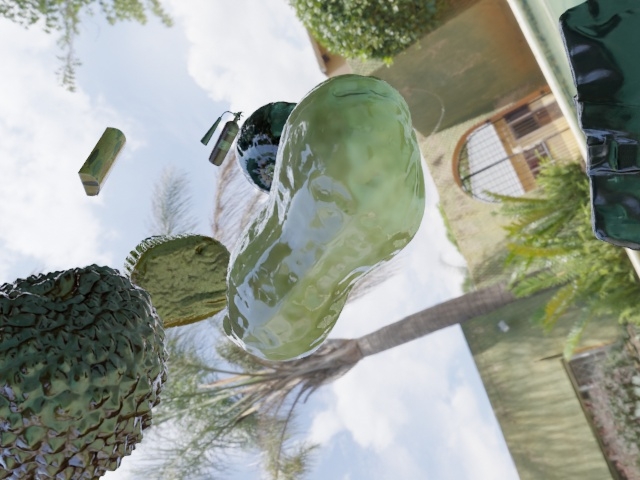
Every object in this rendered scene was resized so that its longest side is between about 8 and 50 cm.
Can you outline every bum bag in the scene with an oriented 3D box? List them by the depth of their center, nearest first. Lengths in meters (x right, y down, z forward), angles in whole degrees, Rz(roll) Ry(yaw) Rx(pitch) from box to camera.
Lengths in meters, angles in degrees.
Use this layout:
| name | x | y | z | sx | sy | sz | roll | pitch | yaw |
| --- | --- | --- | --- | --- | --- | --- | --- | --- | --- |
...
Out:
| name | x | y | z | sx | sy | sz | roll | pitch | yaw |
| --- | --- | --- | --- | --- | --- | --- | --- | --- | --- |
| bum bag | 0.293 | -0.114 | 0.454 | 0.060 | 0.123 | 0.248 | 43 | -138 | -70 |

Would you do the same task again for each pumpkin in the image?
| name | x | y | z | sx | sy | sz | roll | pitch | yaw |
| --- | --- | --- | --- | --- | --- | --- | --- | --- | --- |
| pumpkin | -0.080 | -0.202 | 1.146 | 0.233 | 0.233 | 0.163 | 46 | -141 | -31 |

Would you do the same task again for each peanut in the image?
| name | x | y | z | sx | sy | sz | roll | pitch | yaw |
| --- | --- | --- | --- | --- | --- | --- | --- | --- | --- |
| peanut | 0.000 | 0.000 | 0.391 | 0.124 | 0.256 | 0.123 | 19 | -149 | -11 |

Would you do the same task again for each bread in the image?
| name | x | y | z | sx | sy | sz | roll | pitch | yaw |
| --- | --- | --- | --- | --- | --- | --- | --- | --- | --- |
| bread | -0.334 | 0.096 | 1.203 | 0.254 | 0.142 | 0.227 | -5 | -81 | -26 |

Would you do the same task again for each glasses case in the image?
| name | x | y | z | sx | sy | sz | roll | pitch | yaw |
| --- | --- | --- | --- | --- | --- | --- | --- | --- | --- |
| glasses case | -0.474 | -0.175 | 1.104 | 0.064 | 0.041 | 0.169 | 94 | -179 | -46 |

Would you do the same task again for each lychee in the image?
| name | x | y | z | sx | sy | sz | roll | pitch | yaw |
| --- | --- | --- | --- | --- | --- | --- | --- | --- | --- |
| lychee | -0.293 | 0.164 | 0.563 | 0.271 | 0.271 | 0.271 | 42 | -146 | -37 |

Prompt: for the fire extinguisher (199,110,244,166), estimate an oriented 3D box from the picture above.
| name | x | y | z | sx | sy | sz | roll | pitch | yaw |
| --- | --- | --- | --- | --- | --- | --- | --- | --- | --- |
| fire extinguisher | -0.156 | -0.168 | 0.786 | 0.046 | 0.100 | 0.032 | 28 | -159 | -8 |
